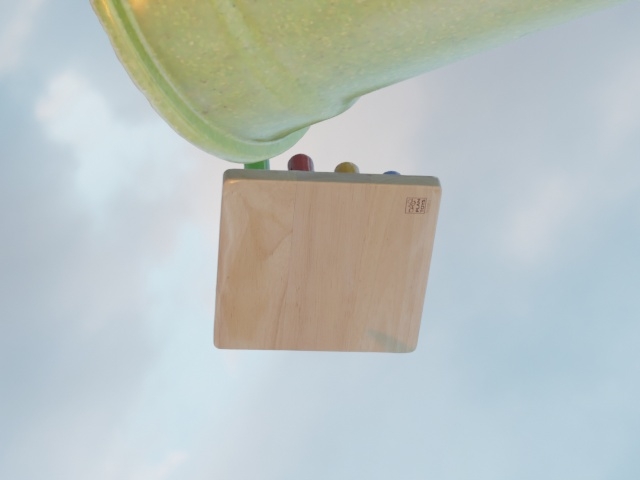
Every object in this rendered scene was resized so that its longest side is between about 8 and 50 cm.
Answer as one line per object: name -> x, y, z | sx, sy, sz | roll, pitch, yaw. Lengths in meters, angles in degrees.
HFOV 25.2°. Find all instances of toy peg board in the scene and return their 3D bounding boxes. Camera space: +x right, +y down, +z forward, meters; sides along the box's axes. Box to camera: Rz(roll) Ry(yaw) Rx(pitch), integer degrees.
toy peg board -> 0.000, 0.000, 1.109 | 0.161, 0.161, 0.079 | 1, -143, -7

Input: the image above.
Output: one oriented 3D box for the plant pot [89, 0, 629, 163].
plant pot -> 0.049, -0.194, 0.714 | 0.254, 0.276, 0.276 | -9, -143, 27
